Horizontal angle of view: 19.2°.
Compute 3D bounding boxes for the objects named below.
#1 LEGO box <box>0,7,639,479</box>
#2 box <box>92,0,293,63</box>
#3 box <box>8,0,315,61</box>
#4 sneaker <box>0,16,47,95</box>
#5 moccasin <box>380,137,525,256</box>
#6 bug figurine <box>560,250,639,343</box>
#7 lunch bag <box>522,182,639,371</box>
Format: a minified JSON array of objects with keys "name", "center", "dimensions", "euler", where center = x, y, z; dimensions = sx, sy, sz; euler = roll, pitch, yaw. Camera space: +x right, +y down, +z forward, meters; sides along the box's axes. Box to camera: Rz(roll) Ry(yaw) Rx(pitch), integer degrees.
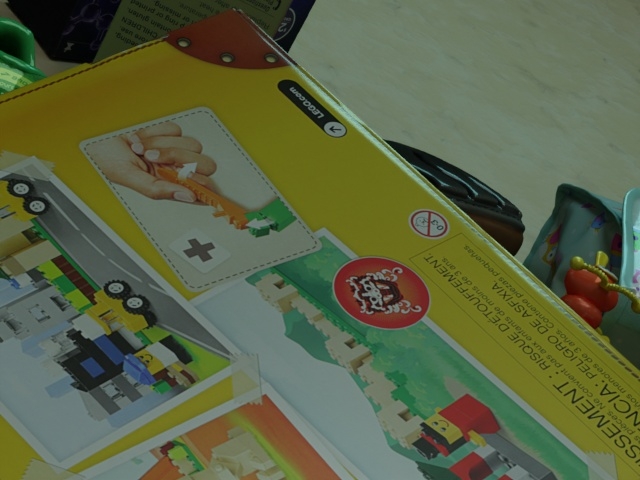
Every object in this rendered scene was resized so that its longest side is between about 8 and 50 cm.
[{"name":"LEGO box","center":[-0.045,0.144,0.934],"dimensions":[0.372,0.193,0.500],"euler":[-25,56,-34]},{"name":"box","center":[-0.101,-0.173,1.524],"dimensions":[0.117,0.243,0.213],"euler":[27,25,-7]},{"name":"box","center":[-0.124,-0.252,1.714],"dimensions":[0.261,0.184,0.103],"euler":[2,39,-44]},{"name":"sneaker","center":[-0.247,-0.070,1.324],"dimensions":[0.109,0.123,0.295],"euler":[20,28,-20]},{"name":"moccasin","center":[0.002,0.001,1.459],"dimensions":[0.380,0.147,0.139],"euler":[-4,27,-43]},{"name":"bug figurine","center":[0.238,0.145,1.348],"dimensions":[0.279,0.216,0.072],"euler":[29,-14,-11]},{"name":"lunch bag","center":[0.291,0.063,1.520],"dimensions":[0.223,0.160,0.262],"euler":[25,2,-11]}]
